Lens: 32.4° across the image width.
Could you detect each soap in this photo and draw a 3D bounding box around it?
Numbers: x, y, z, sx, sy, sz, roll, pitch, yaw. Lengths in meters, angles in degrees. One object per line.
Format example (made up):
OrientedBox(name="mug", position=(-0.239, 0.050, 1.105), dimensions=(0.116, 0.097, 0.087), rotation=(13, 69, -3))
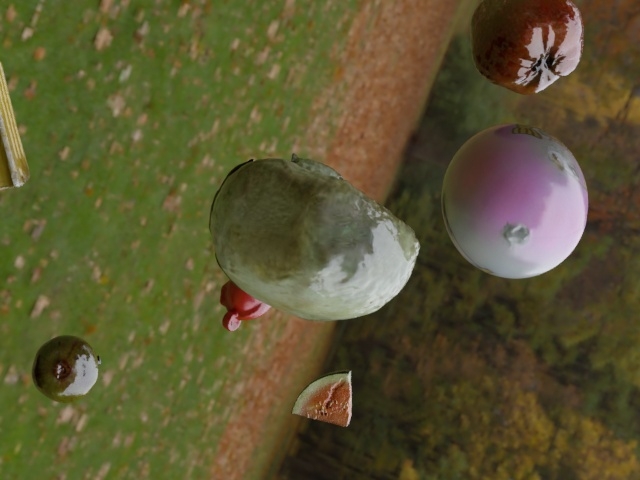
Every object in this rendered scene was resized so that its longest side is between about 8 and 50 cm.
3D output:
OrientedBox(name="soap", position=(-0.601, -0.224, 2.004), dimensions=(0.160, 0.080, 0.257), rotation=(-134, -149, -76))

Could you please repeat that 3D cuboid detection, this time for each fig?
OrientedBox(name="fig", position=(-0.462, 0.231, 2.062), dimensions=(0.236, 0.124, 0.124), rotation=(-45, 157, -87))

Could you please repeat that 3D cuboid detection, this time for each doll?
OrientedBox(name="doll", position=(-0.083, 0.025, 2.136), dimensions=(0.363, 0.160, 0.182), rotation=(-56, 148, -18))

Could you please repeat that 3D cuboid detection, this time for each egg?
OrientedBox(name="egg", position=(0.253, -0.060, 1.465), dimensions=(0.271, 0.196, 0.196), rotation=(-106, -146, -65))

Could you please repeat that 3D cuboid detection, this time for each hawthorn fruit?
OrientedBox(name="hawthorn fruit", position=(0.286, -0.311, 1.592), dimensions=(0.203, 0.163, 0.162), rotation=(-110, -151, -44))

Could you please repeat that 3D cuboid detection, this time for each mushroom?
OrientedBox(name="mushroom", position=(-0.007, 0.005, 1.393), dimensions=(0.189, 0.267, 0.164), rotation=(-54, -167, -12))

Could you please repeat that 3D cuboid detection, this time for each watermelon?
OrientedBox(name="watermelon", position=(0.030, 0.280, 1.890), dimensions=(0.125, 0.094, 0.135), rotation=(-42, 147, 12))
